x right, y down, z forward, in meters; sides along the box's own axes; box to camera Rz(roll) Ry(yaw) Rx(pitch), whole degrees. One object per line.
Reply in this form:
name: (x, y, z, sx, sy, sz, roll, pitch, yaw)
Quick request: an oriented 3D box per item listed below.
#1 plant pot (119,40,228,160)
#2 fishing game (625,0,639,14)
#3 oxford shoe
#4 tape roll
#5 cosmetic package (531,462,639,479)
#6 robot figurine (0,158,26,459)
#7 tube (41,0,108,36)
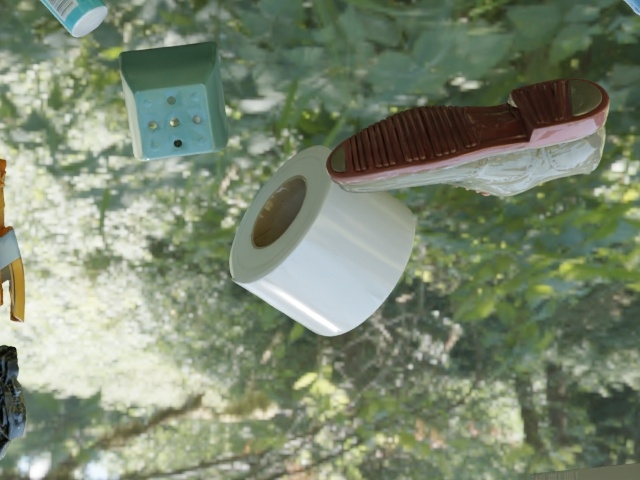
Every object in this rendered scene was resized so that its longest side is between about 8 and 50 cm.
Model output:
plant pot: (-0.232, -0.213, 1.554, 0.165, 0.166, 0.234, -8, -161, -6)
fishing game: (0.211, -0.182, 0.509, 0.041, 0.264, 0.189, -18, 176, -32)
oxford shoe: (0.184, -0.094, 1.206, 0.348, 0.130, 0.123, -10, -138, 8)
tape roll: (0.000, 0.000, 1.481, 0.169, 0.246, 0.246, 35, 167, -26)
cosmetic package: (0.513, 0.483, 1.766, 0.238, 0.127, 0.107, -10, -143, 13)
robot figurine: (-0.332, 0.063, 0.815, 0.211, 0.291, 0.085, 15, -152, 10)
tube: (-0.336, -0.335, 1.152, 0.080, 0.207, 0.052, -39, 177, -6)
